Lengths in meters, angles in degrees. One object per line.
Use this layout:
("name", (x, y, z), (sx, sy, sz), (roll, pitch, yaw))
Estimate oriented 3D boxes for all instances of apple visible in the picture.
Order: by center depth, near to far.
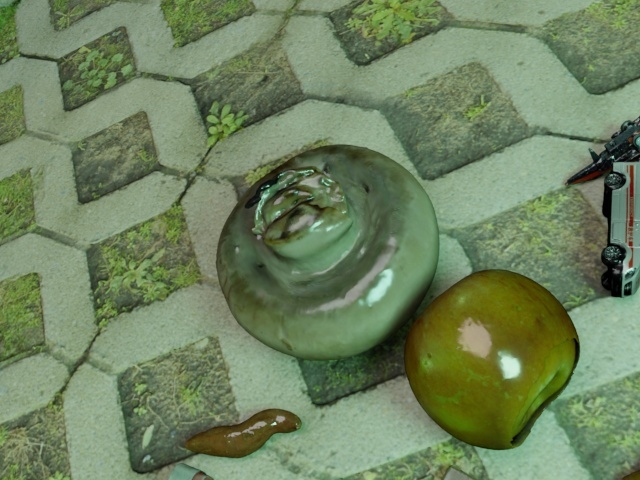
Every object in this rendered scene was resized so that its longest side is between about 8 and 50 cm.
("apple", (0.233, 0.161, 0.973), (0.237, 0.237, 0.207), (-38, 66, -1))

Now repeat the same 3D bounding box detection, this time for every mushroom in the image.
("mushroom", (0.000, 0.000, 1.123), (0.362, 0.295, 0.362), (-11, 55, 17))

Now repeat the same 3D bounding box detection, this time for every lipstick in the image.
("lipstick", (-0.146, 0.401, 1.098), (0.186, 0.057, 0.063), (14, 67, 25))

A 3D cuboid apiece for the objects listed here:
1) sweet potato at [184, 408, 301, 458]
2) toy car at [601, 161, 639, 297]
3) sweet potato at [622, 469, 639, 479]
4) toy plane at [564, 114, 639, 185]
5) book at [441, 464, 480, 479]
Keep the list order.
("sweet potato", (-0.122, 0.310, 1.143), (0.202, 0.058, 0.055), (-18, 12, 9))
("toy car", (0.465, -0.014, 1.048), (0.108, 0.089, 0.210), (3, 59, 21))
("sweet potato", (0.520, 0.243, 0.875), (0.314, 0.066, 0.072), (-25, 93, 8))
("toy plane", (0.471, -0.141, 1.139), (0.189, 0.061, 0.130), (-24, 30, 14))
("book", (0.248, 0.449, 0.901), (0.310, 0.021, 0.217), (22, 72, 34))
